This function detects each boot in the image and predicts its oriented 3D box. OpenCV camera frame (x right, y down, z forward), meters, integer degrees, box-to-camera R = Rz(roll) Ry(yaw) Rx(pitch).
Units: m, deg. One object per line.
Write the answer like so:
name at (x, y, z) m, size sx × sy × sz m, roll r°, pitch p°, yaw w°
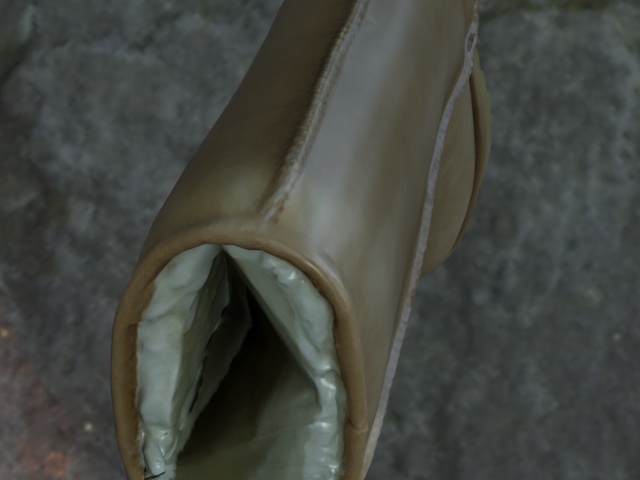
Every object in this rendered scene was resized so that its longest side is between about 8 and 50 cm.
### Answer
boot at (0.000, 0.000, 0.525) m, size 0.269 × 0.089 × 0.236 m, roll -74°, pitch 166°, yaw -47°
